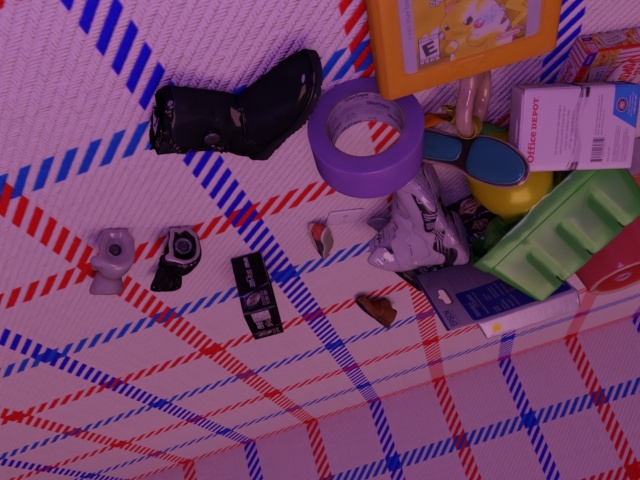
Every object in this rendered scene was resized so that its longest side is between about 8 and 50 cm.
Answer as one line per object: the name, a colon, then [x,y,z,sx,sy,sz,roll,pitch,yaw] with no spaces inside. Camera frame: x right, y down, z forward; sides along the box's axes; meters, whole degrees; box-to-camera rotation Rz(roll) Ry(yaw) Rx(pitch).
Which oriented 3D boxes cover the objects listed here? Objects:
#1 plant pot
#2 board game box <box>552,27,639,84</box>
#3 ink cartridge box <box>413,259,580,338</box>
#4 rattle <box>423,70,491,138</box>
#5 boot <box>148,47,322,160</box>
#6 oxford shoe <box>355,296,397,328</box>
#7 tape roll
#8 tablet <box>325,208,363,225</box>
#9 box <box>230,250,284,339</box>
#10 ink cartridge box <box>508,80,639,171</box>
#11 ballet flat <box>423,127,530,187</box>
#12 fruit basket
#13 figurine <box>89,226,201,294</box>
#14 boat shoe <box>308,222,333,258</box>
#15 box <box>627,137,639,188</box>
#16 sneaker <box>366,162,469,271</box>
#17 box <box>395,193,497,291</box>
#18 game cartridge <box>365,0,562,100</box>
plant pot: [0.747,-0.006,1.650,0.274,0.243,0.275,-13,153,-7]
board game box: [0.542,-0.322,1.167,0.193,0.045,0.147,-12,152,-10]
ink cartridge box: [0.416,0.127,1.533,0.307,0.304,0.072,-19,112,1]
rattle: [0.228,-0.281,1.085,0.130,0.142,0.200,-43,142,-20]
boot: [-0.135,-0.203,0.951,0.207,0.094,0.246,-1,155,-34]
oxford shoe: [0.172,0.202,1.918,0.076,0.076,0.212,-52,144,1]
tape roll: [0.076,-0.169,1.032,0.188,0.189,0.080,-17,152,0]
tablet: [0.054,-0.053,1.429,0.083,0.006,0.054,-8,151,-18]
box: [-0.150,0.135,1.506,0.077,0.147,0.180,-15,153,-4]
ink cartridge box: [0.447,-0.206,1.125,0.203,0.086,0.148,-1,110,2]
ballet flat: [0.278,-0.156,1.158,0.086,0.248,0.086,-32,136,-37]
fruit basket: [0.434,-0.103,1.324,0.392,0.392,0.283,-25,-175,15]
figurine: [-0.377,0.061,1.319,0.214,0.092,0.209,-2,153,-25]
boat shoe: [0.000,0.000,1.458,0.043,0.049,0.137,23,160,16]
box: [0.736,-0.168,1.509,0.170,0.091,0.130,-15,152,-4]
sneaker: [0.178,-0.041,1.371,0.210,0.137,0.366,-16,141,24]
box: [0.332,0.014,1.636,0.293,0.073,0.295,-28,150,17]
game cartridge: [0.199,-0.360,0.849,0.285,0.053,0.324,-17,144,0]
